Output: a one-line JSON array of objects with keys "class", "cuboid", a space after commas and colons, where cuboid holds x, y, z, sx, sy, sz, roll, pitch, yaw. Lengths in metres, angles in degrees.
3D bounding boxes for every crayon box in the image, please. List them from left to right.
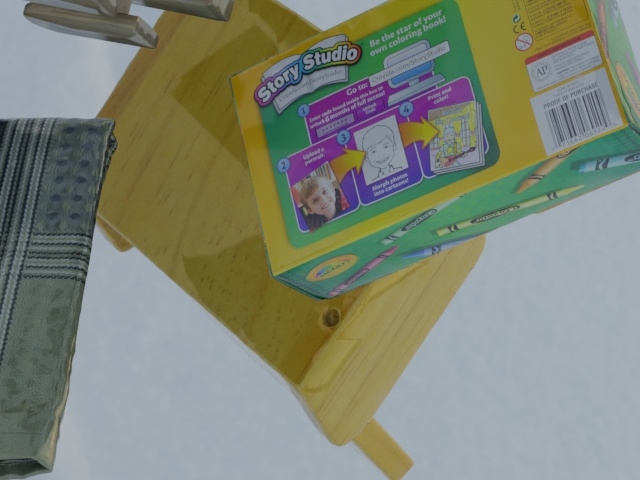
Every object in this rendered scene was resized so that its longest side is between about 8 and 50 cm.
[{"class": "crayon box", "cuboid": [0.082, -0.087, 1.178, 0.081, 0.278, 0.165, 29, 44, -56]}]

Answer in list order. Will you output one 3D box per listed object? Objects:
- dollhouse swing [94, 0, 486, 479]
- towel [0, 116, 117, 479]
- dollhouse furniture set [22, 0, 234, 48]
[{"class": "dollhouse swing", "cuboid": [0.000, 0.000, 1.509, 0.347, 0.315, 0.305, 38, 7, 37]}, {"class": "towel", "cuboid": [-0.315, 0.040, 1.220, 0.312, 0.056, 0.324, 0, 51, 8]}, {"class": "dollhouse furniture set", "cuboid": [-0.162, -0.248, 1.174, 0.242, 0.161, 0.212, 37, 67, -72]}]
